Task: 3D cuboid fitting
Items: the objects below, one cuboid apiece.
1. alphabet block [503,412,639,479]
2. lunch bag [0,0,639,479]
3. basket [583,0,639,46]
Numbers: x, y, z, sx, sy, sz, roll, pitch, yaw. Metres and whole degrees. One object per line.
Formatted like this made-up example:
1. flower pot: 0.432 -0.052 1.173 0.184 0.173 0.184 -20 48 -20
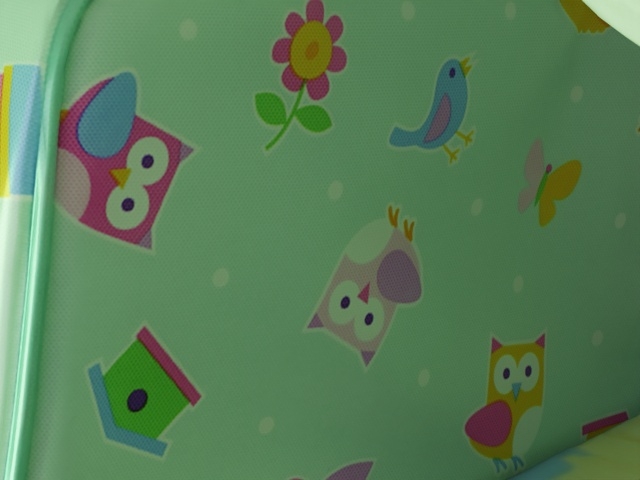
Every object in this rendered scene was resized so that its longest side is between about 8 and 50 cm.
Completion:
1. alphabet block: 0.148 0.163 0.525 0.197 0.192 0.193 8 112 47
2. lunch bag: 0.000 0.000 0.570 0.108 0.279 0.224 16 105 45
3. basket: 0.161 -0.171 0.208 0.328 0.331 0.266 43 176 33
